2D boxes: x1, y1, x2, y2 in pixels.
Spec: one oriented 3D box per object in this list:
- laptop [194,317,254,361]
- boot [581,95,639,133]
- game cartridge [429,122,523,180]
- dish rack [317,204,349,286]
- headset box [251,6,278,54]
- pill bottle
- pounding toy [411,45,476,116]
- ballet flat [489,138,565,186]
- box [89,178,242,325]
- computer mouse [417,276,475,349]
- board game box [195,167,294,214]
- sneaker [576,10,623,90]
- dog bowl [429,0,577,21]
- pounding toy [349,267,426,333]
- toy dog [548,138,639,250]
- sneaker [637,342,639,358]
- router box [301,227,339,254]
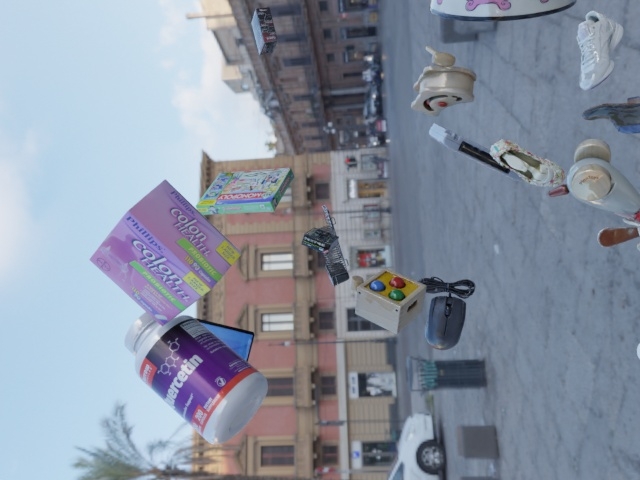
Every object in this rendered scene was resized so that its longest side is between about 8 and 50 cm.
[{"bbox_3d":[-0.376,0.418,1.974,0.264,0.234,0.136,-77,1,-67],"label":"laptop"},{"bbox_3d":[0.894,-0.364,1.709,0.219,0.082,0.106,-2,92,59],"label":"boot"},{"bbox_3d":[0.494,-0.283,1.796,0.198,0.297,0.062,-110,44,-73],"label":"game cartridge"},{"bbox_3d":[0.034,0.012,1.999,0.208,0.074,0.271,-125,19,-79],"label":"dish rack"},{"bbox_3d":[-0.118,-0.438,1.196,0.062,0.032,0.083,157,100,-73],"label":"headset box"},{"bbox_3d":[-0.288,0.293,1.277,0.181,0.323,0.181,-47,-21,-24],"label":"pill bottle"},{"bbox_3d":[0.370,-0.477,1.653,0.269,0.154,0.154,130,149,-82],"label":"pounding toy"},{"bbox_3d":[0.592,-0.207,1.612,0.077,0.241,0.091,-76,10,-59],"label":"ballet flat"},{"bbox_3d":[-0.322,0.034,1.162,0.213,0.243,0.117,46,-135,-10],"label":"box"},{"bbox_3d":[0.398,0.254,1.830,0.072,0.189,0.272,-73,-17,-64],"label":"computer mouse"},{"bbox_3d":[-0.277,-0.182,2.085,0.213,0.317,0.046,-65,-35,-45],"label":"board game box"},{"bbox_3d":[0.877,-0.616,1.836,0.114,0.152,0.305,-30,31,61],"label":"sneaker"},{"bbox_3d":[0.513,-0.743,1.594,0.408,0.408,0.150,-86,-10,-57],"label":"dog bowl"},{"bbox_3d":[0.162,0.121,1.454,0.181,0.206,0.094,-29,-47,-44],"label":"pounding toy"},{"bbox_3d":[0.689,-0.076,1.363,0.220,0.161,0.333,-25,-100,-44],"label":"toy dog"},{"bbox_3d":[0.696,0.227,1.081,0.065,0.158,0.061,69,-142,-75],"label":"sneaker"},{"bbox_3d":[0.000,0.000,1.812,0.122,0.092,0.038,-37,-32,-71],"label":"router box"}]
